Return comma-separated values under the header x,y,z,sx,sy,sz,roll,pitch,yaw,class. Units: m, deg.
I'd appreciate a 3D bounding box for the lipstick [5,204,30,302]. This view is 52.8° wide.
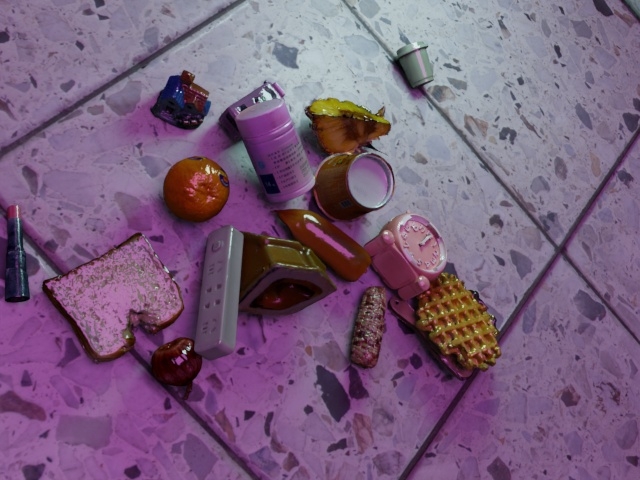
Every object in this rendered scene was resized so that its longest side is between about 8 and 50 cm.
x,y,z,sx,sy,sz,roll,pitch,yaw,class
-0.724,0.027,1.527,0.053,0.053,0.234,-3,72,-27,lipstick

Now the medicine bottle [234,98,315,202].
x,y,z,sx,sy,sz,roll,pitch,yaw,class
-0.125,-0.250,1.795,0.152,0.152,0.254,-38,119,-31,medicine bottle

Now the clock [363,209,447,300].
x,y,z,sx,sy,sz,roll,pitch,yaw,class
0.273,0.031,1.969,0.227,0.142,0.241,51,50,-3,clock

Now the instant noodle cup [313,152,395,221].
x,y,z,sx,sy,sz,roll,pitch,yaw,class
0.108,-0.165,1.902,0.215,0.172,0.216,2,87,-27,instant noodle cup

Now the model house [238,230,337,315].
x,y,z,sx,sy,sz,roll,pitch,yaw,class
-0.118,0.073,1.755,0.268,0.173,0.239,13,31,-32,model house

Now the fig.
x,y,z,sx,sy,sz,roll,pitch,yaw,class
-0.351,0.310,1.573,0.128,0.128,0.151,9,74,-23,fig

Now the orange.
x,y,z,sx,sy,sz,roll,pitch,yaw,class
-0.329,-0.136,1.707,0.177,0.155,0.178,-19,116,-45,orange

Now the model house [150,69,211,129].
x,y,z,sx,sy,sz,roll,pitch,yaw,class
-0.375,-0.396,1.784,0.148,0.148,0.120,25,64,-14,model house

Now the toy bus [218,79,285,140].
x,y,z,sx,sy,sz,roll,pitch,yaw,class
-0.195,-0.385,1.889,0.199,0.108,0.096,-41,93,-30,toy bus

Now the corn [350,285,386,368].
x,y,z,sx,sy,sz,roll,pitch,yaw,class
0.142,0.242,1.853,0.086,0.086,0.253,22,64,-18,corn

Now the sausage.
x,y,z,sx,sy,sz,roll,pitch,yaw,class
0.002,-0.005,1.862,0.328,0.112,0.112,37,61,-8,sausage

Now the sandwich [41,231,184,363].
x,y,z,sx,sy,sz,roll,pitch,yaw,class
-0.489,0.142,1.576,0.273,0.095,0.249,-33,89,-30,sandwich

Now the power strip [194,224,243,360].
x,y,z,sx,sy,sz,roll,pitch,yaw,class
-0.256,0.115,1.648,0.062,0.091,0.385,43,36,-44,power strip

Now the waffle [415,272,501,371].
x,y,z,sx,sy,sz,roll,pitch,yaw,class
0.426,0.245,1.961,0.312,0.060,0.307,39,44,-1,waffle

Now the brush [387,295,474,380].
x,y,z,sx,sy,sz,roll,pitch,yaw,class
0.324,0.296,1.945,0.327,0.065,0.070,45,64,5,brush

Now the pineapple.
x,y,z,sx,sy,sz,roll,pitch,yaw,class
0.065,-0.353,2.010,0.334,0.158,0.161,-9,38,-32,pineapple

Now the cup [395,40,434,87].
x,y,z,sx,sy,sz,roll,pitch,yaw,class
0.330,-0.602,2.221,0.120,0.120,0.141,-20,93,-30,cup
